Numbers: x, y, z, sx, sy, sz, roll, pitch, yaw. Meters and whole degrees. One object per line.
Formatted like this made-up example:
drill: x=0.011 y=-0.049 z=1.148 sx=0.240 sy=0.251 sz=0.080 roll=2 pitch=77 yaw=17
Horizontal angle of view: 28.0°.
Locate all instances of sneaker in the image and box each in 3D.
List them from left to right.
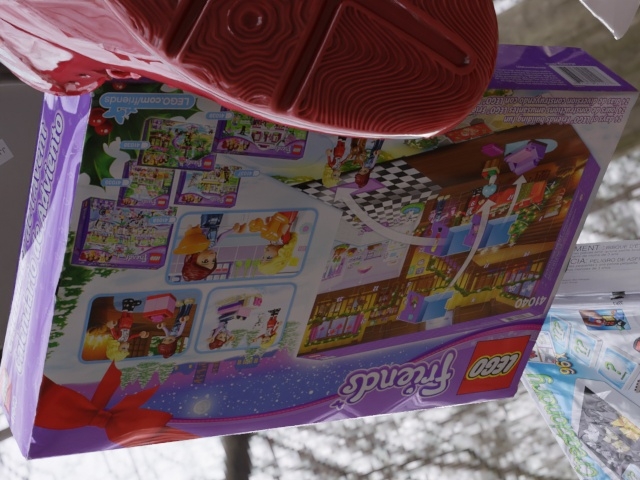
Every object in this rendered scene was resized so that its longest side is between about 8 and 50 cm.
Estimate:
sneaker: x=-0.047 y=-0.084 z=0.433 sx=0.221 sy=0.087 sz=0.128 roll=26 pitch=172 yaw=8

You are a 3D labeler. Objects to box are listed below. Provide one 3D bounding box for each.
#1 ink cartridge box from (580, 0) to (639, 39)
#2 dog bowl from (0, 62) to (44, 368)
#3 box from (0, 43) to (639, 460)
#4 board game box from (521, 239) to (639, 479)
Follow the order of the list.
ink cartridge box: x=0.276 y=-0.268 z=0.713 sx=0.119 sy=0.353 sz=0.207 roll=32 pitch=-171 yaw=26
dog bowl: x=-0.284 y=-0.029 z=1.180 sx=0.349 sy=0.349 sz=0.102 roll=50 pitch=171 yaw=-28
box: x=0.000 y=0.000 z=0.637 sx=0.293 sy=0.201 sz=0.057 roll=-2 pitch=-146 yaw=-31
board game box: x=0.254 y=0.113 z=0.917 sx=0.305 sy=0.193 sz=0.053 roll=56 pitch=-138 yaw=-40
